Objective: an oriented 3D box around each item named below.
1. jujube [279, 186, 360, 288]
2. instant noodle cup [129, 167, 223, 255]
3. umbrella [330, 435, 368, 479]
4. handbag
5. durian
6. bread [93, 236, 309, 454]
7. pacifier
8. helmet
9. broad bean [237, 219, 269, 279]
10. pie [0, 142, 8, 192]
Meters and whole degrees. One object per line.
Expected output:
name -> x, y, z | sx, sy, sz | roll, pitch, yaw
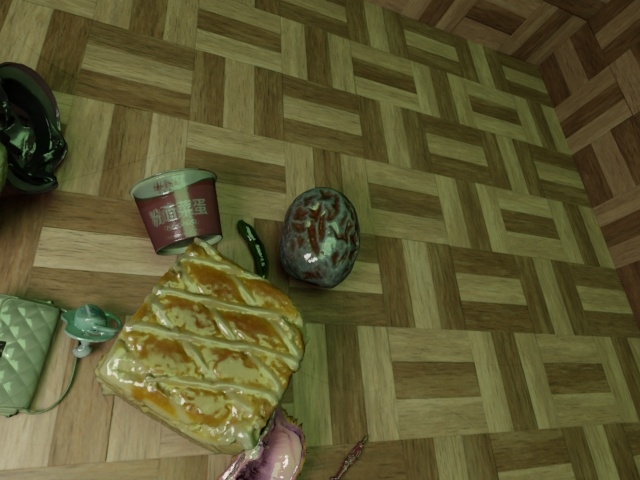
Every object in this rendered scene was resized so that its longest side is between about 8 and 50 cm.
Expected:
jujube -> 0.001, -0.004, 1.287 | 0.247, 0.215, 0.307 | 6, 64, -23
instant noodle cup -> -0.372, -0.070, 1.145 | 0.235, 0.235, 0.178 | -13, 80, -30
umbrella -> 0.080, 0.592, 1.141 | 0.165, 0.025, 0.027 | -42, 109, -33
handbag -> -0.650, 0.250, 0.930 | 0.219, 0.079, 0.256 | 20, 59, -30
durian -> -0.163, 0.550, 0.997 | 0.341, 0.112, 0.191 | -52, 124, -21
bread -> -0.267, 0.253, 0.995 | 0.390, 0.279, 0.371 | 34, 54, -4
pacifier -> -0.529, 0.214, 0.973 | 0.127, 0.150, 0.116 | 8, 103, -45
helmet -> -0.781, -0.253, 1.027 | 0.197, 0.271, 0.338 | -13, 68, 1
broad bean -> -0.197, 0.036, 1.279 | 0.069, 0.039, 0.226 | -10, 70, -23
pie -> -0.851, -0.112, 0.845 | 0.395, 0.180, 0.418 | 40, 94, -4
